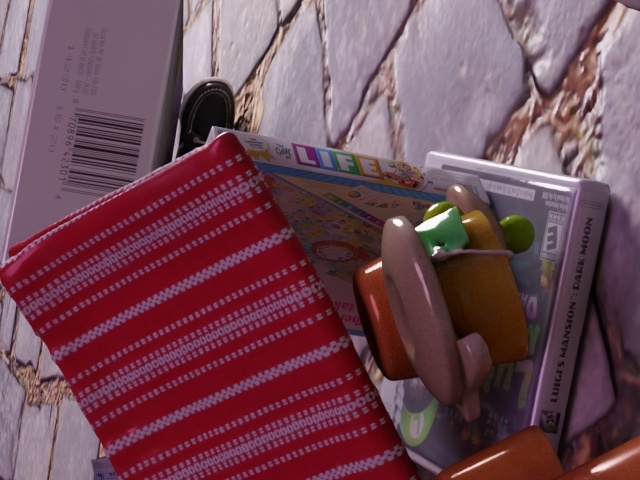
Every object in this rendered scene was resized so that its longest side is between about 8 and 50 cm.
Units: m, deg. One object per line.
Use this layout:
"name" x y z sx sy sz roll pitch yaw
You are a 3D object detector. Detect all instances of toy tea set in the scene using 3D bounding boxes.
"toy tea set" 0.114 0.084 0.826 0.200 0.124 0.336 81 169 -51

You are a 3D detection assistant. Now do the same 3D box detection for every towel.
"towel" -0.047 0.098 0.976 0.199 0.031 0.275 -24 95 41

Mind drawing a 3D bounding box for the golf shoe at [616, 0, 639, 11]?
"golf shoe" 0.164 -0.157 0.815 0.186 0.086 0.067 139 134 -60

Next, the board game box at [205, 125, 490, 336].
"board game box" 0.000 0.000 1.004 0.026 0.154 0.103 -107 34 -50

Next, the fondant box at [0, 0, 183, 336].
"fondant box" -0.166 -0.057 1.440 0.330 0.096 0.238 117 162 -78

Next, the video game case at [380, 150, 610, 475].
"video game case" 0.086 0.044 1.010 0.190 0.022 0.173 -161 81 -68

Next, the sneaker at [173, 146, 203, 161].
"sneaker" -0.065 -0.008 1.375 0.083 0.071 0.191 -34 38 23

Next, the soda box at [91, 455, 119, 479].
"soda box" -0.051 0.163 1.176 0.286 0.098 0.091 -20 83 65

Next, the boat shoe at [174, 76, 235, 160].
"boat shoe" -0.093 -0.070 1.472 0.038 0.046 0.125 -105 29 -47
